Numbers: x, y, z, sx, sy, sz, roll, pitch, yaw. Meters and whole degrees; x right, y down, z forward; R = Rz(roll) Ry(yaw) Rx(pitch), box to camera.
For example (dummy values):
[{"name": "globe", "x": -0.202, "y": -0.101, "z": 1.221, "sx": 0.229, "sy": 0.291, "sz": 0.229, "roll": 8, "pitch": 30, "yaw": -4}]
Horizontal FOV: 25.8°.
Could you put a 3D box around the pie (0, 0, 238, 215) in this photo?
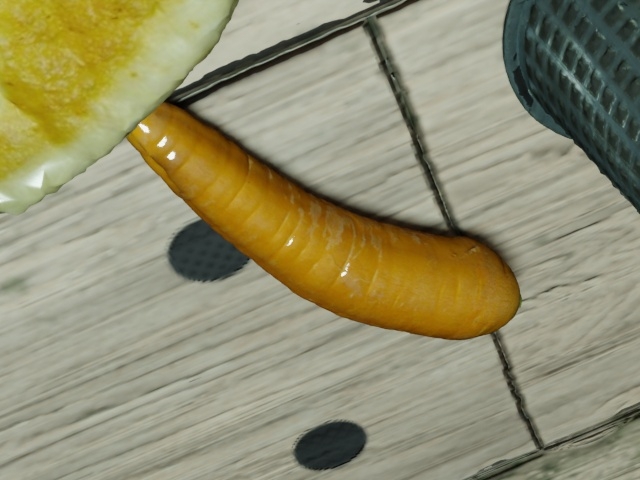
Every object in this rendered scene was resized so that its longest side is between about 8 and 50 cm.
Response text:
[{"name": "pie", "x": -0.179, "y": -0.125, "z": 0.524, "sx": 0.339, "sy": 0.077, "sz": 0.339, "roll": -12, "pitch": 133, "yaw": -13}]

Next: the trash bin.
[{"name": "trash bin", "x": 0.190, "y": -0.067, "z": 0.645, "sx": 0.175, "sy": 0.161, "sz": 0.175, "roll": -8, "pitch": 134, "yaw": -9}]

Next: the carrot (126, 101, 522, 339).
[{"name": "carrot", "x": 0.000, "y": 0.000, "z": 0.720, "sx": 0.271, "sy": 0.062, "sz": 0.066, "roll": 21, "pitch": 156, "yaw": -29}]
